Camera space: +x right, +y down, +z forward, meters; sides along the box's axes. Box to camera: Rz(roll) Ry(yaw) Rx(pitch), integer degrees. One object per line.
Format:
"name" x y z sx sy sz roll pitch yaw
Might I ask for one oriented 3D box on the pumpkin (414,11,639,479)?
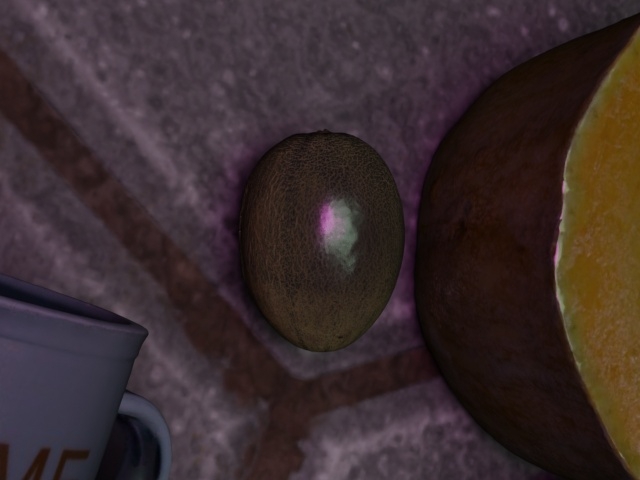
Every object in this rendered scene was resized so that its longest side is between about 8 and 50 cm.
"pumpkin" 0.209 0.008 0.832 0.332 0.199 0.332 -3 96 -34

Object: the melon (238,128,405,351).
"melon" 0.000 0.000 0.768 0.098 0.098 0.130 2 95 -27

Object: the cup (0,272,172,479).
"cup" -0.241 0.151 0.602 0.257 0.331 0.311 17 86 8
